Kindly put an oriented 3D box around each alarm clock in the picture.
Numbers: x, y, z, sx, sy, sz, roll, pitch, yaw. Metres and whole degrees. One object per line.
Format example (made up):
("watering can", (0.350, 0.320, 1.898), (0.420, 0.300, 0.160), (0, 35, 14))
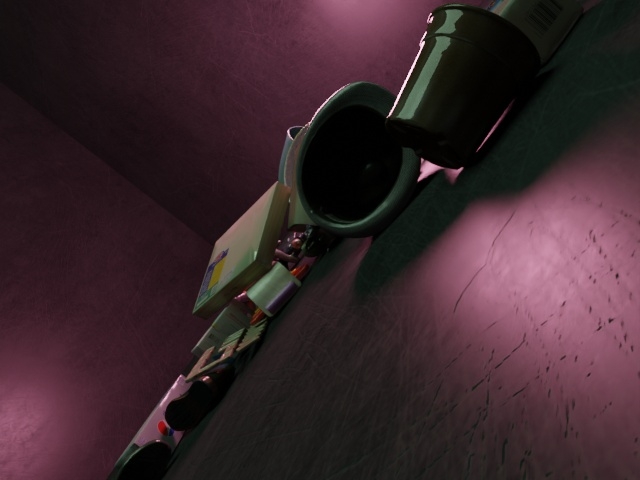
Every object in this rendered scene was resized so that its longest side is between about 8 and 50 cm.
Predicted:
("alarm clock", (0.044, -0.057, 1.433), (0.192, 0.064, 0.129), (-57, 7, -18))

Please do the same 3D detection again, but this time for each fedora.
("fedora", (0.084, -0.135, 1.049), (0.124, 0.244, 0.275), (-8, -44, -54))

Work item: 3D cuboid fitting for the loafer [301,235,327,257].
("loafer", (0.000, 0.000, 1.509), (0.148, 0.056, 0.050), (-43, -2, -39))

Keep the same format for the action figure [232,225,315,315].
("action figure", (-0.164, 0.055, 1.888), (0.341, 0.179, 0.330), (-54, 15, 15))

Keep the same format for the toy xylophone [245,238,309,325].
("toy xylophone", (-0.110, 0.103, 1.568), (0.236, 0.081, 0.322), (-46, 5, 1))

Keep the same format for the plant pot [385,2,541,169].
("plant pot", (0.180, -0.196, 0.793), (0.165, 0.167, 0.167), (-59, 6, -5))

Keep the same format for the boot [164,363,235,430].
("boot", (-0.276, 0.364, 1.364), (0.219, 0.082, 0.106), (-44, -7, 35))

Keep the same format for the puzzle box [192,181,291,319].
("puzzle box", (-0.229, 0.038, 1.675), (0.409, 0.052, 0.272), (-37, 33, 47))

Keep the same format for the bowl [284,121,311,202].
("bowl", (0.045, -0.195, 1.691), (0.156, 0.289, 0.289), (6, -44, -43))

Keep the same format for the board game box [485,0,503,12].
("board game box", (0.318, -0.391, 1.289), (0.336, 0.079, 0.253), (-46, 8, 46))

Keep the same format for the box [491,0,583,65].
("box", (0.275, -0.295, 0.930), (0.113, 0.094, 0.275), (-52, 5, -10))

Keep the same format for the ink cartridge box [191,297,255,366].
("ink cartridge box", (-0.254, 0.259, 1.611), (0.181, 0.104, 0.061), (-55, 7, -37))

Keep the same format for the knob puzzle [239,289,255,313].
("knob puzzle", (-0.256, 0.167, 2.015), (0.030, 0.213, 0.213), (-6, 14, 6))

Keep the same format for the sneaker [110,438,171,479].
("sneaker", (-0.410, 0.520, 1.278), (0.227, 0.087, 0.130), (-58, 12, -7))

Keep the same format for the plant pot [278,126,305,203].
("plant pot", (-0.021, -0.241, 2.132), (0.293, 0.293, 0.235), (-63, -3, -65))

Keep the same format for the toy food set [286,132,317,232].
("toy food set", (-0.021, -0.135, 1.490), (0.306, 0.092, 0.219), (158, 118, -82))

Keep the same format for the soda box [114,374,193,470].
("soda box", (-0.385, 0.460, 1.450), (0.098, 0.091, 0.286), (-50, 5, 21))

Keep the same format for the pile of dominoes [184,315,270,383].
("pile of dominoes", (-0.207, 0.266, 1.421), (0.196, 0.040, 0.251), (-29, 6, 5))
